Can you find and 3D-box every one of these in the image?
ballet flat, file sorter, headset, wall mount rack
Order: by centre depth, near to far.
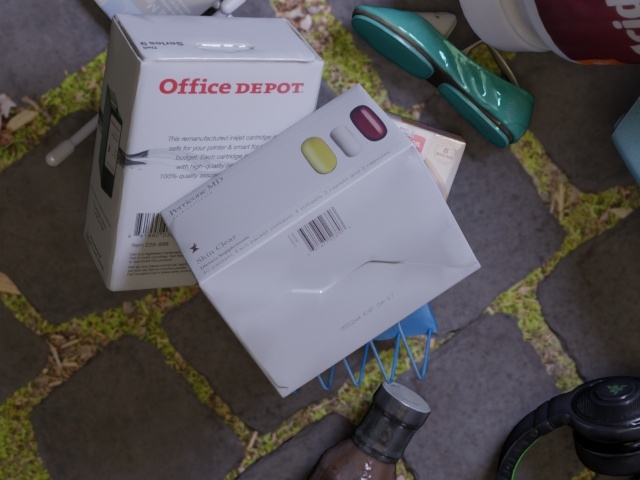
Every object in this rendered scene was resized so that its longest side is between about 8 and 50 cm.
[{"bbox_3d":[-0.254,-0.268,1.616,0.304,0.130,0.350,-39,99,9],"label":"wall mount rack"},{"bbox_3d":[0.149,-0.212,1.659,0.247,0.083,0.087,38,77,-8],"label":"ballet flat"},{"bbox_3d":[0.036,0.105,1.672,0.170,0.104,0.118,-9,129,19],"label":"file sorter"},{"bbox_3d":[0.404,0.257,1.749,0.394,0.185,0.243,-29,106,23],"label":"headset"}]

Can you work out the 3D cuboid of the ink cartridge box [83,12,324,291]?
[{"bbox_3d":[-0.134,-0.099,1.582,0.211,0.121,0.289,-3,124,-25],"label":"ink cartridge box"}]

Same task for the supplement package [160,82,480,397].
[{"bbox_3d":[0.000,0.000,1.540,0.262,0.145,0.204,-34,130,-2],"label":"supplement package"}]

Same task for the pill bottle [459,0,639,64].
[{"bbox_3d":[0.344,-0.292,1.462,0.392,0.224,0.224,6,98,45],"label":"pill bottle"}]

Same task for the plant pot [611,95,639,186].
[{"bbox_3d":[0.470,-0.105,1.597,0.252,0.247,0.247,37,102,10],"label":"plant pot"}]

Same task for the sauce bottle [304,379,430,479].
[{"bbox_3d":[0.021,0.333,1.761,0.111,0.111,0.344,28,103,-6],"label":"sauce bottle"}]

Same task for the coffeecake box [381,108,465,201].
[{"bbox_3d":[0.074,-0.056,1.692,0.142,0.068,0.185,18,102,-3],"label":"coffeecake box"}]
